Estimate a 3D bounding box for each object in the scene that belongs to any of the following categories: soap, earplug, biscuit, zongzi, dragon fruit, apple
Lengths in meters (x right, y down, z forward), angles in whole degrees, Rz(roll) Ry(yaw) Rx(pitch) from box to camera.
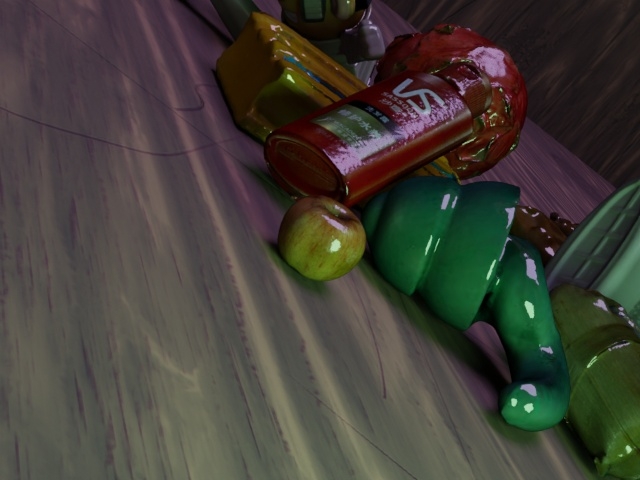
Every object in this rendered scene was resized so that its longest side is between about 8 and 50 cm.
[{"bbox_3d":[0.031,-0.130,1.586,0.324,0.096,0.204,34,18,-28],"label":"soap"},{"bbox_3d":[0.154,0.055,1.347,0.280,0.257,0.164,28,-25,8],"label":"earplug"},{"bbox_3d":[0.369,0.066,1.856,0.268,0.115,0.366,46,17,17],"label":"biscuit"},{"bbox_3d":[0.356,0.182,1.464,0.274,0.125,0.251,32,24,-41],"label":"zongzi"},{"bbox_3d":[0.186,-0.199,1.917,0.241,0.241,0.252,36,-19,-18],"label":"dragon fruit"},{"bbox_3d":[0.000,0.000,1.187,0.084,0.071,0.084,30,19,-12],"label":"apple"}]

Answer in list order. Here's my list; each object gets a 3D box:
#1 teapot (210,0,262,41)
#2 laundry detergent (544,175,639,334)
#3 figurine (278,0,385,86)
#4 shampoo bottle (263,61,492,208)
[{"bbox_3d":[-0.172,-0.412,1.799,0.318,0.149,0.220,59,22,-29],"label":"teapot"},{"bbox_3d":[0.452,0.130,1.673,0.398,0.264,0.124,47,-18,-29],"label":"laundry detergent"},{"bbox_3d":[0.001,-0.334,1.797,0.308,0.143,0.308,34,-31,24],"label":"figurine"},{"bbox_3d":[0.078,-0.123,1.429,0.118,0.076,0.314,34,40,26],"label":"shampoo bottle"}]
